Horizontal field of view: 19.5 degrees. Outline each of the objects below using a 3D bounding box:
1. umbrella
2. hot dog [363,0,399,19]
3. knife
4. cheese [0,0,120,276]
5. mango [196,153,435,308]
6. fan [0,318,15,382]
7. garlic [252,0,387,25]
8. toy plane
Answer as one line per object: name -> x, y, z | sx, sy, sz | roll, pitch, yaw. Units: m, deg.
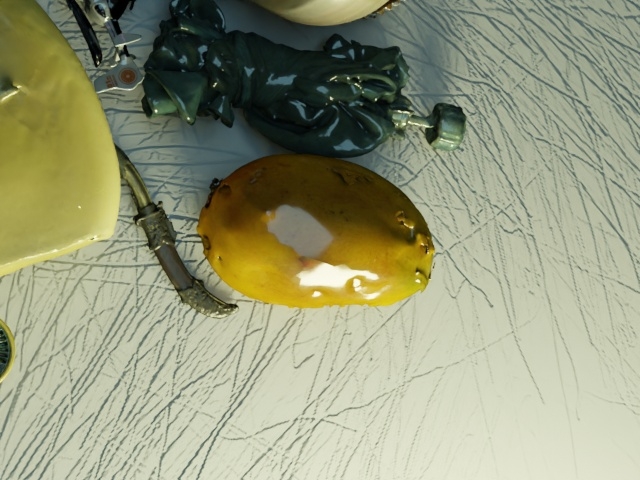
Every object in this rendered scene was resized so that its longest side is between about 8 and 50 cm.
umbrella -> -0.009, -0.155, 1.901 | 0.349, 0.094, 0.143 | 14, 84, -17
hot dog -> 0.012, -0.357, 1.939 | 0.144, 0.075, 0.268 | -23, 92, -18
knife -> -0.162, -0.006, 1.874 | 0.045, 0.021, 0.222 | -38, 99, -16
cheese -> -0.324, -0.115, 1.757 | 0.259, 0.128, 0.316 | -19, 94, -40
mango -> 0.000, 0.000, 1.871 | 0.249, 0.151, 0.156 | 13, 112, -22
fan -> -0.358, 0.078, 1.797 | 0.082, 0.039, 0.155 | -36, 92, -17
garlic -> -0.020, -0.343, 1.818 | 0.279, 0.325, 0.132 | 53, 34, -7
toy plane -> -0.216, -0.237, 1.855 | 0.078, 0.053, 0.197 | -15, 74, -18
